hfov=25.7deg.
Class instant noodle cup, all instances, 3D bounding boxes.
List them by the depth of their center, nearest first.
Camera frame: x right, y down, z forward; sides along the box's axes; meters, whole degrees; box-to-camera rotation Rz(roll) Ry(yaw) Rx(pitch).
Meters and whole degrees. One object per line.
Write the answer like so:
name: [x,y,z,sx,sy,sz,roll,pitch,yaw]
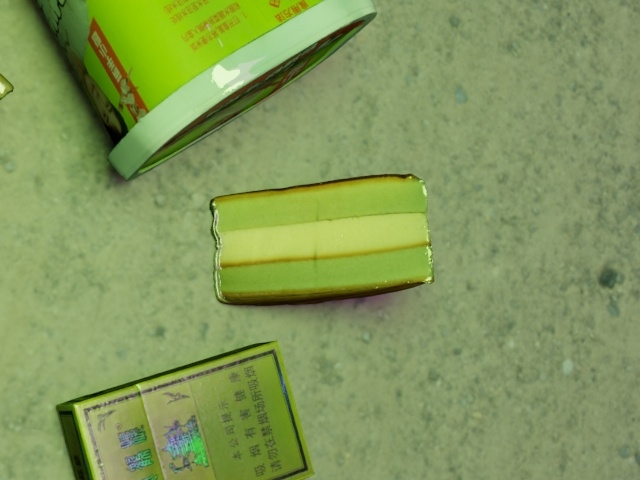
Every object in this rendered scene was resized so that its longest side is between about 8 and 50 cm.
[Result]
instant noodle cup: [-0.147,-0.259,1.297,0.294,0.294,0.308,-34,92,-26]

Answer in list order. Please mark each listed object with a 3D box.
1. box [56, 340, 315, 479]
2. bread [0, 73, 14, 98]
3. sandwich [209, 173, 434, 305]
box: [-0.128,0.193,1.348,0.220,0.064,0.141,-16,91,-29]
bread: [-0.407,-0.173,1.209,0.267,0.152,0.130,41,91,-16]
sandwich: [0.000,0.000,1.372,0.144,0.187,0.117,-2,84,-33]
